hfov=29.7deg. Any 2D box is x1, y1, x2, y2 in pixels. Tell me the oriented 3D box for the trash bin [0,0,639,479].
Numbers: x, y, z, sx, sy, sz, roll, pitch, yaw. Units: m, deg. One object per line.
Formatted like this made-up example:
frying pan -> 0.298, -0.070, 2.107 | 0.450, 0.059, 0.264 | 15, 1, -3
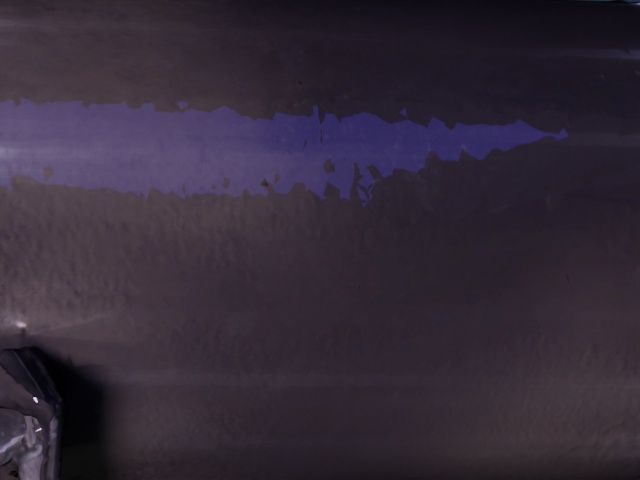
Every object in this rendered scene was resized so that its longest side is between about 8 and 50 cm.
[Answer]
trash bin -> 0.000, 0.000, 0.483 | 0.301, 0.203, 0.252 | 0, 33, -12
